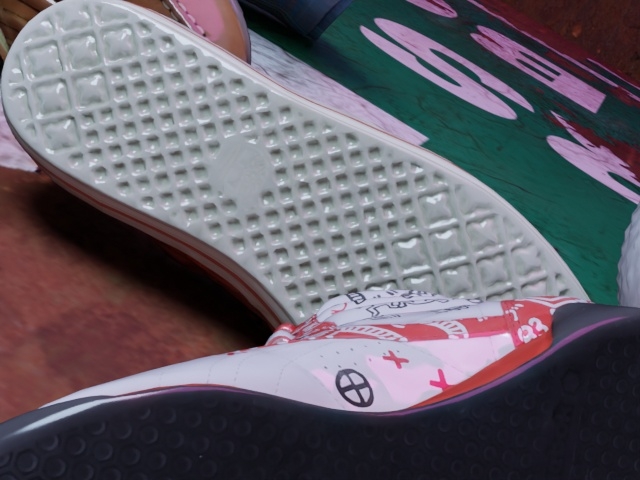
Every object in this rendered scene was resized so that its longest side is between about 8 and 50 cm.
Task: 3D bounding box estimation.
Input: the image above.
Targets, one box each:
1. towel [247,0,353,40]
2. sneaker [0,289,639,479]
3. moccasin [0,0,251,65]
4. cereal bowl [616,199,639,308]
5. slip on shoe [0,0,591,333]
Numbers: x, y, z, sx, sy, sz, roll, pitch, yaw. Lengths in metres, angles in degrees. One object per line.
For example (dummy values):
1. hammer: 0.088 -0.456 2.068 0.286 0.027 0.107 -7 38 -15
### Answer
1. towel: -0.133 -0.295 1.047 0.370 0.040 0.271 24 -7 -11
2. sneaker: -0.013 0.074 0.411 0.270 0.090 0.145 -10 4 -27
3. moccasin: -0.207 -0.181 0.662 0.380 0.139 0.147 41 39 1
4. cereal bowl: 0.237 0.110 0.495 0.339 0.141 0.339 49 10 -12
5. slip on shoe: 0.000 0.000 0.561 0.331 0.123 0.101 33 -4 0
